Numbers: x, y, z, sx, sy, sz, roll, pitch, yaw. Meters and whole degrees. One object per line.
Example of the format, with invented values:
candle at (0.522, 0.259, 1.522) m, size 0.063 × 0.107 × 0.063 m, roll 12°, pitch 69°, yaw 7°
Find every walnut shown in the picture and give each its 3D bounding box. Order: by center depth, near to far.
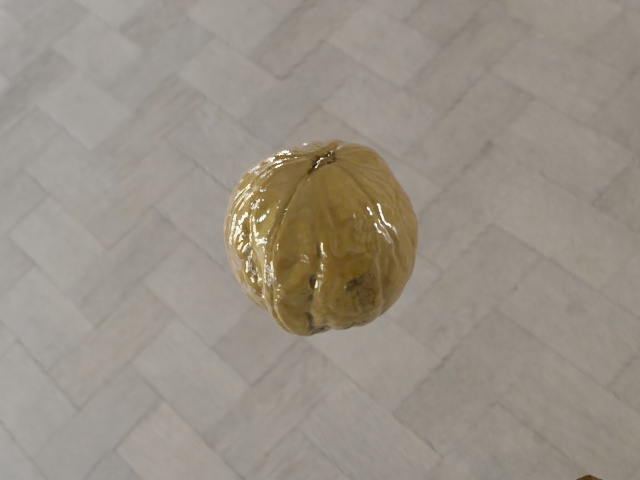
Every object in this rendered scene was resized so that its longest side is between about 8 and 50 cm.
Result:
walnut at (0.000, 0.000, 1.445) m, size 0.228 × 0.228 × 0.228 m, roll -13°, pitch 53°, yaw 17°

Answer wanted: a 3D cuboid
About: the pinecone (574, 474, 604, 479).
pinecone at (0.235, 0.325, 1.116) m, size 0.264 × 0.264 × 0.264 m, roll -13°, pitch 53°, yaw 17°
